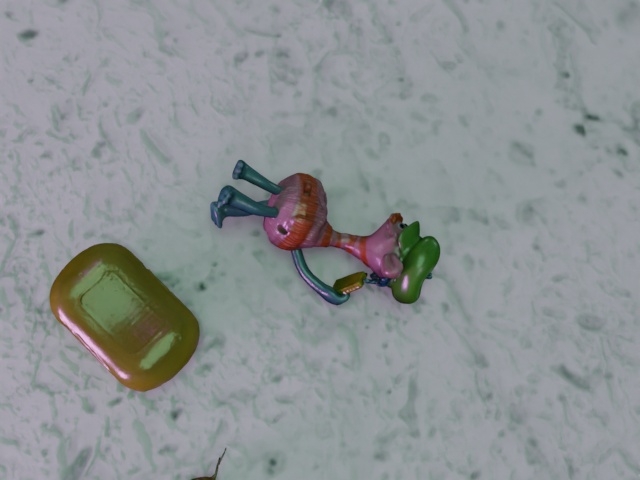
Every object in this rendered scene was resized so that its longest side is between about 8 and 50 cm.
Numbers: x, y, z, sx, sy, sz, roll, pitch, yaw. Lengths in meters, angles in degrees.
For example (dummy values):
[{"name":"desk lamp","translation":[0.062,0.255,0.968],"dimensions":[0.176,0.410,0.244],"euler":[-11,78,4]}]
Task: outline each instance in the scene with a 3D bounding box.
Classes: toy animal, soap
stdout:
[{"name":"toy animal","translation":[0.000,0.000,0.776],"dimensions":[0.208,0.100,0.103],"euler":[22,98,-9]},{"name":"soap","translation":[-0.174,0.067,0.762],"dimensions":[0.140,0.045,0.089],"euler":[44,74,6]}]

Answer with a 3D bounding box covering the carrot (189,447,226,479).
[{"name":"carrot","translation":[-0.171,0.293,0.703],"dimensions":[0.078,0.078,0.298],"euler":[42,73,5]}]
